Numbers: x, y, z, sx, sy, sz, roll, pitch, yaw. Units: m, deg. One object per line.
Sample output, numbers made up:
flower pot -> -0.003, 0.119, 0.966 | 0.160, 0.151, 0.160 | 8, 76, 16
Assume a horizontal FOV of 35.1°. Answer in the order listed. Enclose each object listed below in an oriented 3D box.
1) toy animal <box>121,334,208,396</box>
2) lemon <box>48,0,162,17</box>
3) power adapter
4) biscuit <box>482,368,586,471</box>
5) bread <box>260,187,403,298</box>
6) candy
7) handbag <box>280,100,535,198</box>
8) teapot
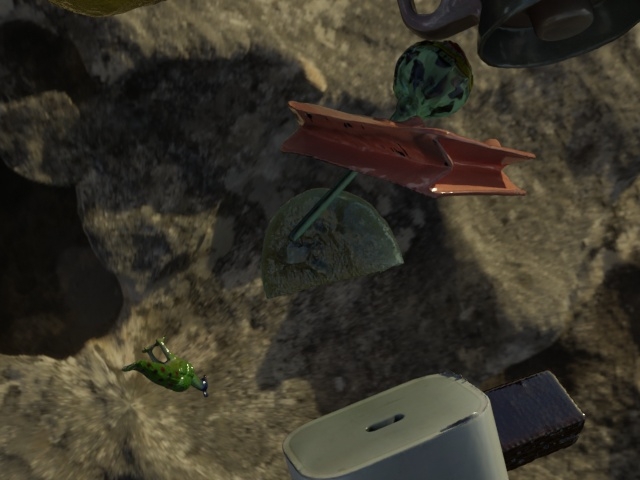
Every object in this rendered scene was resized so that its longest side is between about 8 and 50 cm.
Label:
toy animal -> -0.205, 0.152, 1.275 | 0.041, 0.217, 0.075 | -37, 64, 6
lemon -> -0.263, -0.359, 1.115 | 0.260, 0.204, 0.204 | 40, 75, -21
power adapter -> 0.089, 0.276, 0.948 | 0.187, 0.124, 0.255 | -20, 107, -13
biscuit -> 0.253, 0.275, 1.462 | 0.252, 0.070, 0.106 | -16, 50, -21
bread -> -0.004, -0.003, 1.154 | 0.036, 0.193, 0.112 | -13, 88, -56
candy -> 0.060, -0.112, 1.139 | 0.091, 0.083, 0.305 | 34, 72, 29
handbag -> 0.079, -0.090, 0.974 | 0.157, 0.213, 0.059 | 0, 104, -42
teapot -> 0.211, -0.386, 1.163 | 0.300, 0.253, 0.343 | -19, 74, 22
